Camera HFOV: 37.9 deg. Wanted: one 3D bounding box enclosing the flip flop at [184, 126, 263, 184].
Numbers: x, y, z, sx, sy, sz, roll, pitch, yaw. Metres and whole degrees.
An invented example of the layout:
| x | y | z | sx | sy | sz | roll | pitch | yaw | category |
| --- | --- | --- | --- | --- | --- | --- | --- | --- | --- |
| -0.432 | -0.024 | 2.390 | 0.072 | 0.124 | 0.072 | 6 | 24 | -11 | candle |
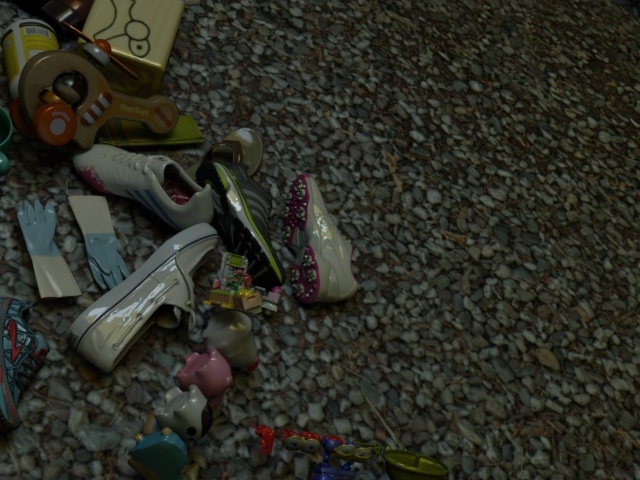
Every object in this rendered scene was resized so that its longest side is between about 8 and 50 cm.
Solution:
| x | y | z | sx | sy | sz | roll | pitch | yaw | category |
| --- | --- | --- | --- | --- | --- | --- | --- | --- | --- |
| -0.218 | -0.166 | 2.026 | 0.112 | 0.080 | 0.277 | 43 | 50 | 10 | flip flop |

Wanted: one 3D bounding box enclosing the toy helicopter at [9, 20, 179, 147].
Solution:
| x | y | z | sx | sy | sz | roll | pitch | yaw | category |
| --- | --- | --- | --- | --- | --- | --- | --- | --- | --- |
| -0.438 | -0.299 | 1.896 | 0.355 | 0.235 | 0.140 | 8 | 11 | -43 | toy helicopter |

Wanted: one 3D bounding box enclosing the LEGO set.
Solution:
| x | y | z | sx | sy | sz | roll | pitch | yaw | category |
| --- | --- | --- | --- | --- | --- | --- | --- | --- | --- |
| -0.150 | 0.078 | 1.755 | 0.132 | 0.287 | 0.107 | 10 | 85 | 5 | LEGO set |

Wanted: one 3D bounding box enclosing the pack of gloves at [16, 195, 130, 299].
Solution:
| x | y | z | sx | sy | sz | roll | pitch | yaw | category |
| --- | --- | --- | --- | --- | --- | --- | --- | --- | --- |
| -0.483 | 0.018 | 1.811 | 0.195 | 0.046 | 0.232 | -1 | 57 | -40 | pack of gloves |

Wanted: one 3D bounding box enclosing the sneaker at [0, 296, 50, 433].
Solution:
| x | y | z | sx | sy | sz | roll | pitch | yaw | category |
| --- | --- | --- | --- | --- | --- | --- | --- | --- | --- |
| -0.524 | 0.202 | 1.604 | 0.125 | 0.104 | 0.262 | -2 | 57 | -27 | sneaker |

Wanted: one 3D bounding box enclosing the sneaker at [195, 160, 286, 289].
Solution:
| x | y | z | sx | sy | sz | roll | pitch | yaw | category |
| --- | --- | --- | --- | --- | --- | --- | --- | --- | --- |
| -0.139 | -0.041 | 1.933 | 0.121 | 0.111 | 0.300 | -20 | 80 | -40 | sneaker |

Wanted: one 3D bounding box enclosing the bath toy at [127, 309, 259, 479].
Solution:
| x | y | z | sx | sy | sz | roll | pitch | yaw | category |
| --- | --- | --- | --- | --- | --- | --- | --- | --- | --- |
| -0.212 | 0.277 | 1.672 | 0.129 | 0.151 | 0.348 | 57 | 40 | -25 | bath toy |

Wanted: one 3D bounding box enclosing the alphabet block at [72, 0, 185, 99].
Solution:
| x | y | z | sx | sy | sz | roll | pitch | yaw | category |
| --- | --- | --- | --- | --- | --- | --- | --- | --- | --- |
| -0.420 | -0.425 | 2.038 | 0.192 | 0.193 | 0.197 | 17 | 61 | -9 | alphabet block |

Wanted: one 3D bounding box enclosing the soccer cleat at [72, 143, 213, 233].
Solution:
| x | y | z | sx | sy | sz | roll | pitch | yaw | category |
| --- | --- | --- | --- | --- | --- | --- | --- | --- | --- |
| -0.353 | -0.135 | 1.883 | 0.331 | 0.143 | 0.116 | 28 | 49 | 11 | soccer cleat |

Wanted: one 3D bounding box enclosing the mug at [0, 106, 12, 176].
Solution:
| x | y | z | sx | sy | sz | roll | pitch | yaw | category |
| --- | --- | --- | --- | --- | --- | --- | --- | --- | --- |
| -0.675 | -0.187 | 1.830 | 0.129 | 0.097 | 0.158 | 6 | 54 | -21 | mug |

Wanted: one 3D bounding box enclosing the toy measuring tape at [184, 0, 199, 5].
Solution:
| x | y | z | sx | sy | sz | roll | pitch | yaw | category |
| --- | --- | --- | --- | --- | --- | --- | --- | --- | --- |
| -0.360 | -0.553 | 2.189 | 0.121 | 0.122 | 0.330 | -7 | 28 | -28 | toy measuring tape |

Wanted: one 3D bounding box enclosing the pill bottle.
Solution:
| x | y | z | sx | sy | sz | roll | pitch | yaw | category |
| --- | --- | --- | --- | --- | --- | --- | --- | --- | --- |
| -0.602 | -0.355 | 1.973 | 0.119 | 0.119 | 0.209 | -4 | 57 | -26 | pill bottle |

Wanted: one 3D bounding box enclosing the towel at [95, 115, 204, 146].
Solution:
| x | y | z | sx | sy | sz | roll | pitch | yaw | category |
| --- | --- | --- | --- | --- | --- | --- | --- | --- | --- |
| -0.380 | -0.244 | 2.039 | 0.237 | 0.021 | 0.102 | -5 | 45 | -27 | towel |

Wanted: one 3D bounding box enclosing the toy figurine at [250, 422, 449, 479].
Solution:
| x | y | z | sx | sy | sz | roll | pitch | yaw | category |
| --- | --- | --- | --- | --- | --- | --- | --- | --- | --- |
| 0.031 | 0.466 | 1.664 | 0.362 | 0.191 | 0.217 | 15 | 81 | -22 | toy figurine |

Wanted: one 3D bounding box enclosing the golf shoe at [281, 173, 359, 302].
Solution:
| x | y | z | sx | sy | sz | roll | pitch | yaw | category |
| --- | --- | --- | --- | --- | --- | --- | --- | --- | --- |
| 0.000 | 0.000 | 1.993 | 0.140 | 0.115 | 0.306 | 10 | 58 | -30 | golf shoe |

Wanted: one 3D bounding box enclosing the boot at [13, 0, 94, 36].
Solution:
| x | y | z | sx | sy | sz | roll | pitch | yaw | category |
| --- | --- | --- | --- | --- | --- | --- | --- | --- | --- |
| -0.572 | -0.629 | 2.145 | 0.264 | 0.096 | 0.280 | 36 | 66 | 18 | boot |

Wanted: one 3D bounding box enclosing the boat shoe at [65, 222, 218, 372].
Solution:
| x | y | z | sx | sy | sz | roll | pitch | yaw | category |
| --- | --- | --- | --- | --- | --- | --- | --- | --- | --- |
| -0.289 | 0.117 | 1.749 | 0.156 | 0.136 | 0.367 | 41 | 52 | 9 | boat shoe |

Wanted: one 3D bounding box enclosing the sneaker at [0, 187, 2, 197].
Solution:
| x | y | z | sx | sy | sz | roll | pitch | yaw | category |
| --- | --- | --- | --- | --- | --- | --- | --- | --- | --- |
| -0.645 | -0.037 | 1.681 | 0.087 | 0.227 | 0.130 | 16 | 95 | -6 | sneaker |
